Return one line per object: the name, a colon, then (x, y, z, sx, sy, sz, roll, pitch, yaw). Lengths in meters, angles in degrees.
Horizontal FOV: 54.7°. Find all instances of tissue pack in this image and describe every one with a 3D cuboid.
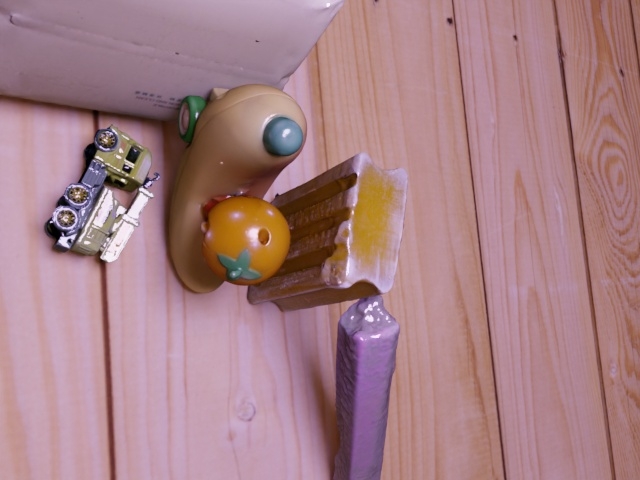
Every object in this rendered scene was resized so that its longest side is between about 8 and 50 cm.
tissue pack: (-0.202, -0.295, 0.732, 0.381, 0.297, 0.207, 4, 62, -32)

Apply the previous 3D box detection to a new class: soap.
soap: (0.000, 0.000, 0.847, 0.089, 0.274, 0.173, 19, 72, -25)

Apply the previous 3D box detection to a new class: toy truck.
toy truck: (-0.273, -0.054, 0.791, 0.100, 0.077, 0.168, 30, 66, -25)

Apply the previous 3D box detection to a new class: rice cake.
rice cake: (0.058, 0.246, 0.865, 0.070, 0.064, 0.399, -17, 127, -25)

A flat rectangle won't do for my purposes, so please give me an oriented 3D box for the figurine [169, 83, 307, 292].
figurine: (-0.105, -0.044, 0.771, 0.124, 0.324, 0.222, -1, 43, -33)
